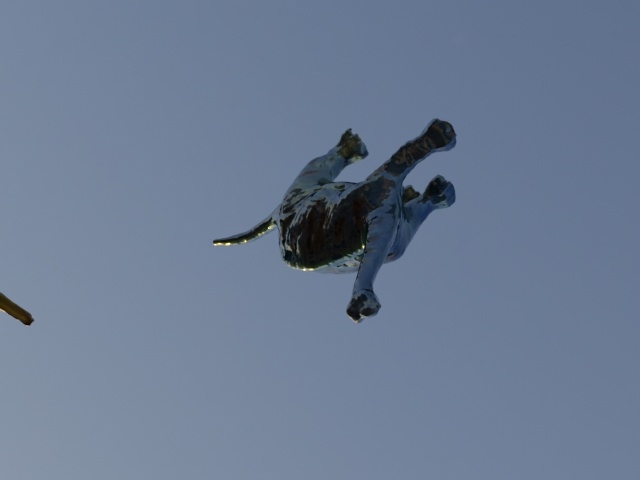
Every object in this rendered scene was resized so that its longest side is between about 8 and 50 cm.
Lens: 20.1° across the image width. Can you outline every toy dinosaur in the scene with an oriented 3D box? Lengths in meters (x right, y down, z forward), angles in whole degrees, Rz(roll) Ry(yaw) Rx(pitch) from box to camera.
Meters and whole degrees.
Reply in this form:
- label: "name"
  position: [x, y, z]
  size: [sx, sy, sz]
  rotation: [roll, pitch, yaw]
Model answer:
- label: "toy dinosaur"
  position: [0.026, -0.017, 1.232]
  size: [0.076, 0.144, 0.329]
  rotation: [54, -10, -20]

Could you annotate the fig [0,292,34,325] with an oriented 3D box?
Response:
- label: "fig"
  position: [-0.362, -0.006, 1.644]
  size: [0.257, 0.159, 0.159]
  rotation: [40, -50, -3]
